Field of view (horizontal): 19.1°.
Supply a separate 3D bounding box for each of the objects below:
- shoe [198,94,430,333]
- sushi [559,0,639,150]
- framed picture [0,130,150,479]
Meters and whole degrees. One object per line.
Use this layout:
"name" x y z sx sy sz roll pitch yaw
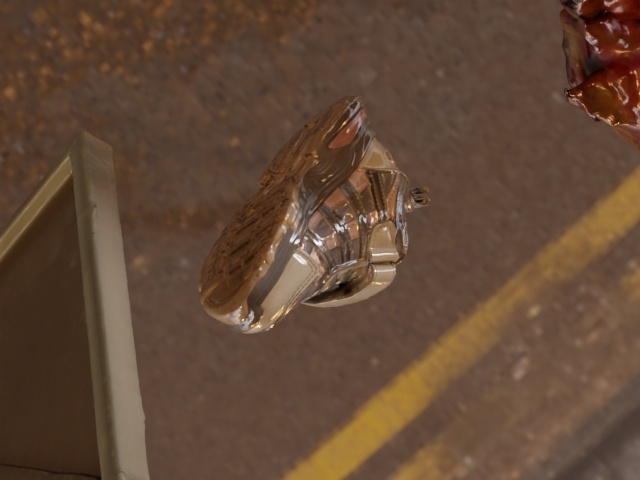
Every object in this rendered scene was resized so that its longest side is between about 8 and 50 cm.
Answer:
"shoe" 0.000 0.000 1.143 0.089 0.092 0.180 -30 -156 49
"sushi" 0.238 -0.215 1.086 0.182 0.196 0.343 -64 157 -55
"framed picture" -0.204 0.153 1.021 0.028 0.446 0.326 34 108 -24
